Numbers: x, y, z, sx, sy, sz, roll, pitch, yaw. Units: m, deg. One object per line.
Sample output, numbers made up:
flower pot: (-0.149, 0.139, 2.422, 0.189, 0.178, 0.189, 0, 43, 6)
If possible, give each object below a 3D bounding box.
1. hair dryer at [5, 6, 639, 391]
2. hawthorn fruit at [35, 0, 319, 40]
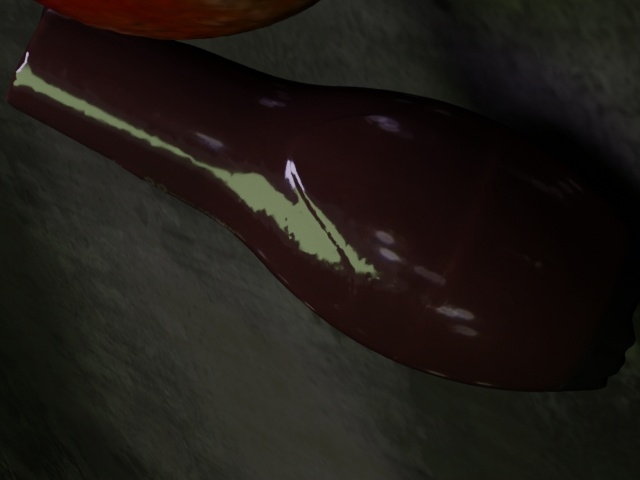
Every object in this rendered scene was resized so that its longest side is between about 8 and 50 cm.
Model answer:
hair dryer: (0.000, 0.000, 0.765, 0.312, 0.123, 0.340, 24, 167, 2)
hawthorn fruit: (-0.100, -0.194, 0.563, 0.242, 0.272, 0.242, 170, 90, -80)
